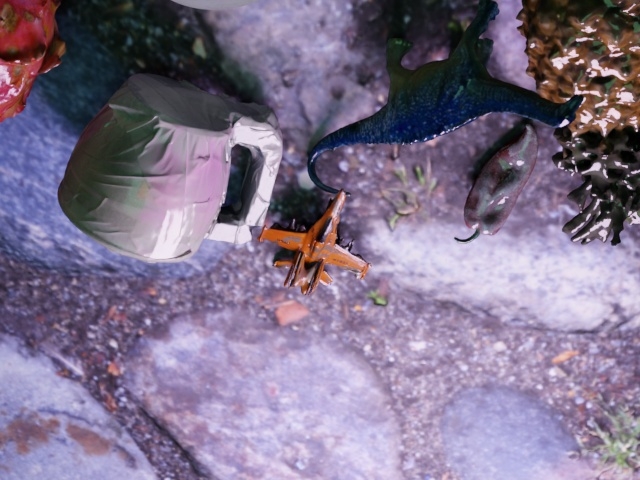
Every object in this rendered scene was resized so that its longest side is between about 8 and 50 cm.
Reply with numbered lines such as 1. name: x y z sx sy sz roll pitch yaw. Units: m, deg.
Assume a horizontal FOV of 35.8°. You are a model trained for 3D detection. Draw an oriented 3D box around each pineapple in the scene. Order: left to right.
1. pineapple: 0.288 -0.119 0.988 0.169 0.169 0.340 -6 124 8

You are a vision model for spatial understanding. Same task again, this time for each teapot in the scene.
1. teapot: -0.146 -0.072 1.038 0.221 0.163 0.178 23 116 -11

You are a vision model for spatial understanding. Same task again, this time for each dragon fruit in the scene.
1. dragon fruit: -0.376 -0.194 0.960 0.268 0.210 0.205 -41 139 21

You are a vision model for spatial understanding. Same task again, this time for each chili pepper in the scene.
1. chili pepper: 0.197 -0.060 1.093 0.050 0.041 0.153 17 107 -30

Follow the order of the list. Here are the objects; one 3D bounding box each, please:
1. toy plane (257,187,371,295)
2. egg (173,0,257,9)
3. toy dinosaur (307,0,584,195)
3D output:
1. toy plane: 0.002 -0.009 1.117 0.135 0.062 0.188 19 134 -4
2. egg: -0.063 -0.321 0.866 0.183 0.183 0.264 39 109 -19
3. toy dinosaur: 0.115 -0.145 0.990 0.076 0.147 0.363 30 154 -36
